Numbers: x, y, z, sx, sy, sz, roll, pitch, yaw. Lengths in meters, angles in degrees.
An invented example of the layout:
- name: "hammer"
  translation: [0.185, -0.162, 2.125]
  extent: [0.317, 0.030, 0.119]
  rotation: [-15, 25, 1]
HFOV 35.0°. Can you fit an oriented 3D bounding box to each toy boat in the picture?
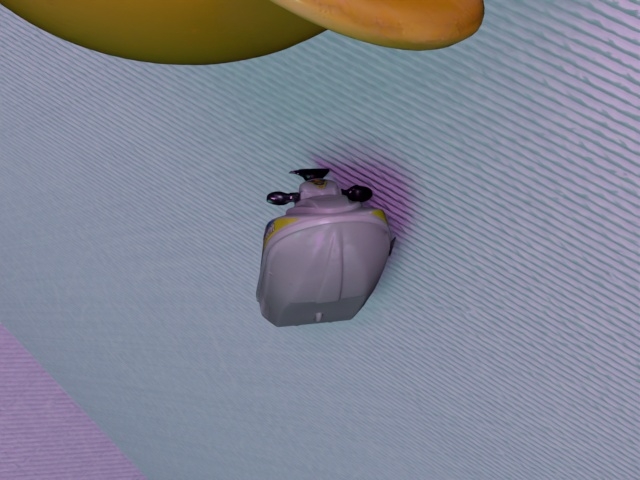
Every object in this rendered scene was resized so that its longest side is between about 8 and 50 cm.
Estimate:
- name: "toy boat"
  translation: [0.000, 0.008, 1.076]
  extent: [0.141, 0.141, 0.269]
  rotation: [33, 151, 15]

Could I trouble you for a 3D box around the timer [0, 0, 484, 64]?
- name: "timer"
  translation: [-0.038, -0.245, 0.540]
  extent: [0.387, 0.376, 0.376]
  rotation: [35, 151, 11]
